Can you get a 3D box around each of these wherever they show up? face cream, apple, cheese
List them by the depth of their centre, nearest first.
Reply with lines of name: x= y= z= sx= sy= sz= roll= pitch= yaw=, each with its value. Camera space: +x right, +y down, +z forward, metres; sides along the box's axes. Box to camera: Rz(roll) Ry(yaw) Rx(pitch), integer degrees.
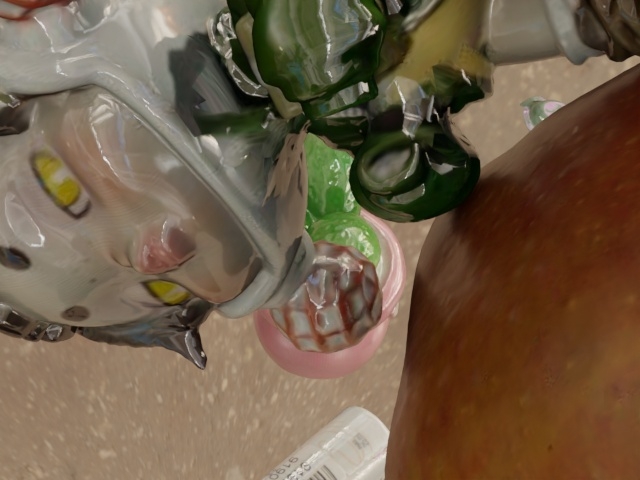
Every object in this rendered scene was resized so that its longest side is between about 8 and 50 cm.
apple: x=0.165 y=0.080 z=0.461 sx=0.288 sy=0.288 sz=0.317 roll=5 pitch=36 yaw=-4
cheese: x=0.230 y=-0.092 z=1.115 sx=0.067 sy=0.026 sz=0.121 roll=-20 pitch=60 yaw=-35
face cream: x=-0.040 y=0.265 z=1.153 sx=0.269 sy=0.082 sz=0.082 roll=-37 pitch=79 yaw=-30

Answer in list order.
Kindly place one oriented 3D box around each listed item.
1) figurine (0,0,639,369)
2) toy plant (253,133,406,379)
figurine: x=-0.034 y=-0.064 z=0.506 sx=0.370 sy=0.281 sz=0.167 roll=-19 pitch=44 yaw=24
toy plant: x=0.004 y=0.003 z=1.580 sx=0.210 sy=0.356 sz=0.317 roll=-3 pitch=52 yaw=2
